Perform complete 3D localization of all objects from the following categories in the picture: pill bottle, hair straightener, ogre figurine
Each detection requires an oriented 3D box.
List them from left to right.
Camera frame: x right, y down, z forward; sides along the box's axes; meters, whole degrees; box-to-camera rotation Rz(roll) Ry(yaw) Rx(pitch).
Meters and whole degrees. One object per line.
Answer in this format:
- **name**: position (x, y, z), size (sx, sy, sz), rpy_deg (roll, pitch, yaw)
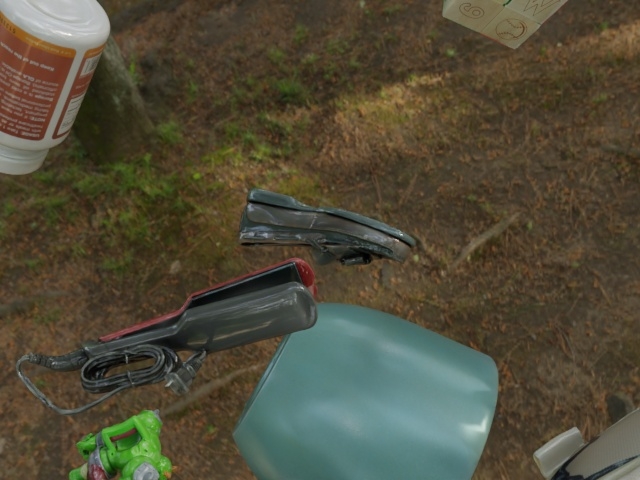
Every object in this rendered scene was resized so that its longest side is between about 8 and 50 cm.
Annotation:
- **pill bottle**: position (-0.332, -0.183, 0.799), size (0.216, 0.121, 0.121), rpy_deg (-52, 35, 34)
- **ogre figurine**: position (-0.238, 0.267, 0.815), size (0.118, 0.197, 0.097), rpy_deg (-34, 92, 1)
- **hair straightener**: position (-0.113, 0.073, 0.504), size (0.230, 0.047, 0.089), rpy_deg (-14, 23, 2)

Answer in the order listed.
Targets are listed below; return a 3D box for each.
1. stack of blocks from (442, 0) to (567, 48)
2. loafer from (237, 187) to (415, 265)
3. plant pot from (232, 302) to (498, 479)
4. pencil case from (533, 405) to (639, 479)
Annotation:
- **stack of blocks**: position (0.223, -0.324, 0.585), size (0.087, 0.297, 0.171), rpy_deg (19, 65, -16)
- **loafer**: position (0.000, 0.000, 0.932), size (0.267, 0.096, 0.084), rpy_deg (17, 81, 36)
- **plant pot**: position (0.036, 0.213, 0.854), size (0.235, 0.293, 0.293), rpy_deg (30, 60, -2)
- **pencil case**: position (0.314, 0.258, 0.405), size (0.160, 0.183, 0.410), rpy_deg (-32, 71, -32)
